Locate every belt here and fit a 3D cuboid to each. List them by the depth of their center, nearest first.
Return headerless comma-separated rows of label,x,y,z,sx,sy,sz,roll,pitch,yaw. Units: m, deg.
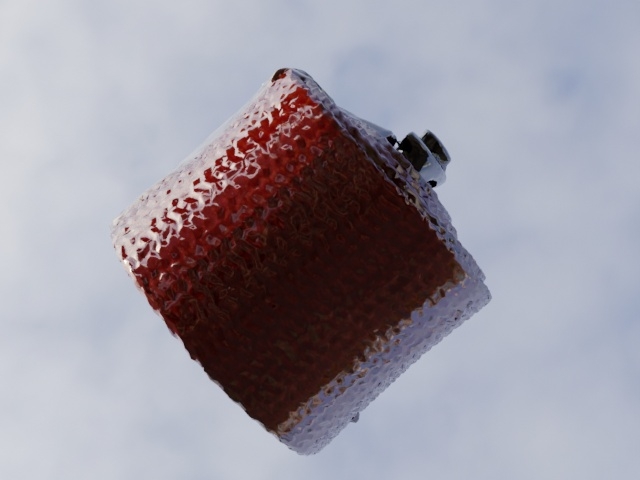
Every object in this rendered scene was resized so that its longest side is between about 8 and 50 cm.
belt,0.000,0.000,0.725,0.124,0.201,0.128,-41,-86,2
